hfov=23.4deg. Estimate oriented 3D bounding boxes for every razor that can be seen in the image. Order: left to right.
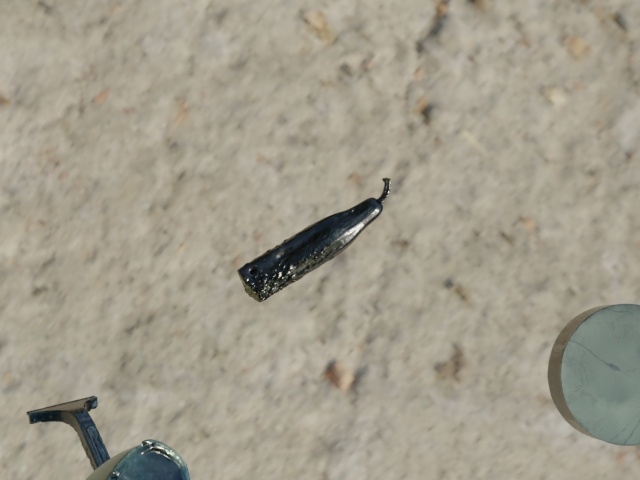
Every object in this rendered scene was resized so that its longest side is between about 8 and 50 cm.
[{"bbox_3d":[-0.173,0.203,1.255,0.066,0.033,0.190,-10,56,-34],"label":"razor"}]

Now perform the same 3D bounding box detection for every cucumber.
[{"bbox_3d":[0.000,0.000,1.402,0.163,0.039,0.043,-30,103,-8],"label":"cucumber"}]

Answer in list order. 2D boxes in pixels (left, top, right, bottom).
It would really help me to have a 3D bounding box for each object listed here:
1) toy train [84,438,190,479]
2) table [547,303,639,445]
[{"bbox_3d":[-0.187,0.313,1.006,0.086,0.088,0.407,41,50,-25],"label":"toy train"},{"bbox_3d":[0.285,0.127,1.475,0.133,0.043,0.133,0,88,-10],"label":"table"}]
